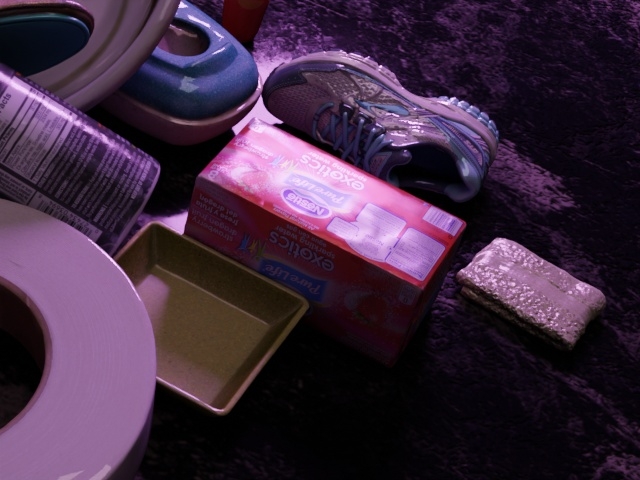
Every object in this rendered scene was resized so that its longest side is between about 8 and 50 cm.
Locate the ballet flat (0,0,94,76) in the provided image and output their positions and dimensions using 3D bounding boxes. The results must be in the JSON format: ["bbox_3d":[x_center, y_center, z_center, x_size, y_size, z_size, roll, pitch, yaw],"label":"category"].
[{"bbox_3d":[-0.381,-0.201,1.489,0.316,0.107,0.106,-18,59,5],"label":"ballet flat"}]

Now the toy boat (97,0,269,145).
[{"bbox_3d":[-0.155,-0.254,1.727,0.267,0.148,0.318,32,43,16],"label":"toy boat"}]

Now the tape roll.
[{"bbox_3d":[-0.334,0.117,1.278,0.392,0.072,0.392,5,49,-6],"label":"tape roll"}]

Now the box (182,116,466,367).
[{"bbox_3d":[0.000,0.000,1.525,0.257,0.122,0.128,27,41,10],"label":"box"}]

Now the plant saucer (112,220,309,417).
[{"bbox_3d":[-0.134,0.083,1.445,0.188,0.045,0.188,27,42,10],"label":"plant saucer"}]

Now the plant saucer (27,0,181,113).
[{"bbox_3d":[-0.320,-0.274,1.612,0.400,0.100,0.400,-5,68,11],"label":"plant saucer"}]

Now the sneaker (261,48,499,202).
[{"bbox_3d":[0.066,-0.126,1.701,0.283,0.110,0.122,16,44,-2],"label":"sneaker"}]

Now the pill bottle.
[{"bbox_3d":[-0.288,-0.085,1.433,0.246,0.130,0.130,33,39,-14],"label":"pill bottle"}]

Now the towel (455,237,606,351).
[{"bbox_3d":[0.229,0.055,1.621,0.148,0.027,0.110,32,44,15],"label":"towel"}]
